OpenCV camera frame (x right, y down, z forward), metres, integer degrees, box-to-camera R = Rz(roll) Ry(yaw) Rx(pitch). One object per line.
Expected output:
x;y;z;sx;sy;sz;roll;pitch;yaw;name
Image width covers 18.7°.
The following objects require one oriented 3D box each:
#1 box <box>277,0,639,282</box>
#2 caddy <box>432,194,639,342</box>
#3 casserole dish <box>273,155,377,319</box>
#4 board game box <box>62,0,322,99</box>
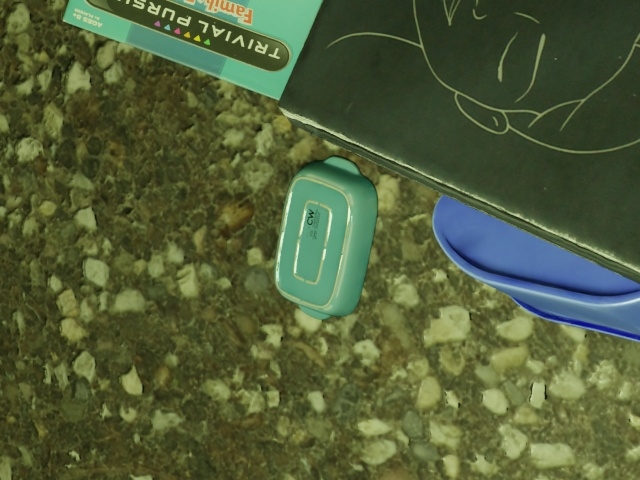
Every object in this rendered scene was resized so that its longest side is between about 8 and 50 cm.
0.295;-0.205;1.476;0.472;0.297;0.480;28;95;46;box
0.271;-0.037;1.768;0.341;0.179;0.241;13;86;40;caddy
0.000;0.000;2.155;0.114;0.037;0.188;21;108;31;casserole dish
-0.099;-0.337;2.028;0.254;0.079;0.336;20;125;-6;board game box
